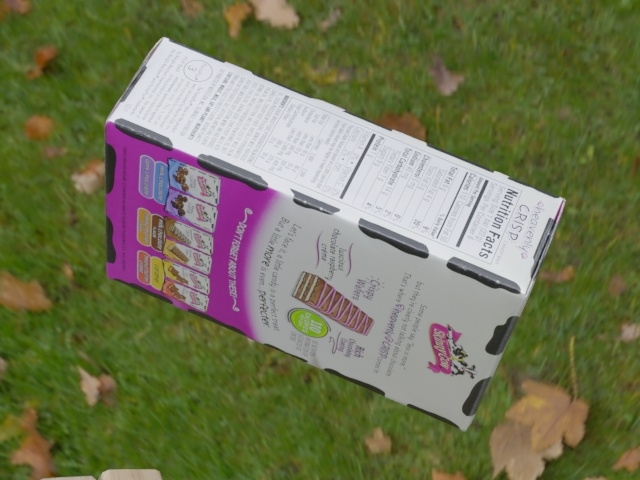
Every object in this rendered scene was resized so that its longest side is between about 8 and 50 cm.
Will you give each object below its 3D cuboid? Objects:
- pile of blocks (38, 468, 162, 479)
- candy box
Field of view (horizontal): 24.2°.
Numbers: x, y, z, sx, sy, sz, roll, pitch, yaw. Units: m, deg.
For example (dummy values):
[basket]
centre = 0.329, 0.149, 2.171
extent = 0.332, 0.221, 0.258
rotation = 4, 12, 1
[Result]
[pile of blocks]
centre = -0.030, 0.228, 0.415
extent = 0.362, 0.112, 0.149
rotation = 47, 41, 17
[candy box]
centre = 0.000, 0.000, 0.823
extent = 0.233, 0.159, 0.071
rotation = 24, 58, 7
